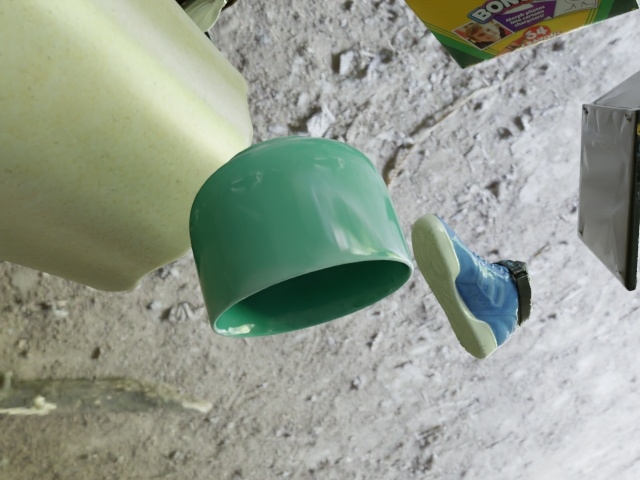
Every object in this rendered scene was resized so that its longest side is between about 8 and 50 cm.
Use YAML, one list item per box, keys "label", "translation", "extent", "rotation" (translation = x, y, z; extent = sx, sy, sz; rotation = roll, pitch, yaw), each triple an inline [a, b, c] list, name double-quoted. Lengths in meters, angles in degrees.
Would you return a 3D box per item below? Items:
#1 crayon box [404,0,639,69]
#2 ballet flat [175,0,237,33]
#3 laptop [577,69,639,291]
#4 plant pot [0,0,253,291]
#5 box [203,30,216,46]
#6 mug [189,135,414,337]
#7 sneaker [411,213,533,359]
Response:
- label: "crayon box"
  translation: [0.363, -0.487, 1.302]
  extent: [0.363, 0.106, 0.313]
  rotation: [-13, 156, 33]
- label: "ballet flat"
  translation: [-0.270, -0.401, 1.293]
  extent: [0.342, 0.124, 0.116]
  rotation: [-25, 148, 26]
- label: "laptop"
  translation: [0.575, -0.163, 1.129]
  extent: [0.236, 0.382, 0.408]
  rotation: [0, 102, 10]
- label: "plant pot"
  translation: [-0.228, -0.118, 0.503]
  extent: [0.334, 0.334, 0.305]
  rotation: [-39, 135, 16]
- label: "box"
  translation: [-0.175, -0.234, 0.940]
  extent: [0.083, 0.067, 0.018]
  rotation: [-24, 161, 6]
- label: "mug"
  translation: [-0.027, 0.000, 0.450]
  extent: [0.157, 0.097, 0.129]
  rotation: [-26, 159, 26]
- label: "sneaker"
  translation: [0.148, 0.028, 0.658]
  extent: [0.084, 0.058, 0.152]
  rotation: [-33, 104, -18]
